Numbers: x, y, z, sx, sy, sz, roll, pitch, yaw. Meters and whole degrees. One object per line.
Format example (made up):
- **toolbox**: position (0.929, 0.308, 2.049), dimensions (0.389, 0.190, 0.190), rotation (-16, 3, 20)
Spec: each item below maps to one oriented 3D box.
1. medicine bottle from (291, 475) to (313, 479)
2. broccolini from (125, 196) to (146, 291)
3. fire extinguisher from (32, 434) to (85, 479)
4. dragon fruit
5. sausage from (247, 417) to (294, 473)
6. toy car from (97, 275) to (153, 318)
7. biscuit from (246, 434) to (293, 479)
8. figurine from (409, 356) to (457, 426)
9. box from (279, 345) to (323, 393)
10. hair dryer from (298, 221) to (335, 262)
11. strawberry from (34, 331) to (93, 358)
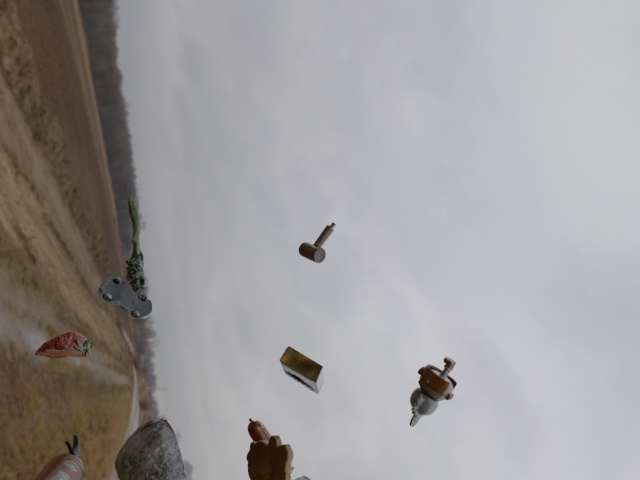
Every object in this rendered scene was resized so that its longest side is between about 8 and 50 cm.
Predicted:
- **medicine bottle**: position (-0.014, 1.154, 2.134), dimensions (0.290, 0.245, 0.244), rotation (10, -70, 43)
- **broccolini**: position (-0.446, 0.004, 1.221), dimensions (0.071, 0.058, 0.254), rotation (-35, -122, 27)
- **fire extinguisher**: position (-0.737, 0.710, 1.410), dimensions (0.376, 0.113, 0.200), rotation (-104, -160, -82)
- **dragon fruit**: position (-0.661, 0.811, 1.948), dimensions (0.283, 0.221, 0.203), rotation (12, -63, 54)
- **sausage**: position (-0.203, 0.796, 1.994), dimensions (0.264, 0.083, 0.083), rotation (57, -21, -2)
- **toy car**: position (-0.689, 0.207, 1.833), dimensions (0.056, 0.205, 0.095), rotation (-31, -147, 31)
- **biscuit**: position (-0.175, 0.761, 1.763), dimensions (0.249, 0.035, 0.184), rotation (-21, -123, 45)
- **figurine**: position (0.392, 0.533, 1.806), dimensions (0.143, 0.143, 0.271), rotation (6, -104, 69)
- **box**: position (-0.063, 0.490, 1.944), dimensions (0.159, 0.071, 0.240), rotation (26, -23, 15)
- **hair dryer**: position (0.000, 0.000, 2.057), dimensions (0.117, 0.181, 0.064), rotation (22, -19, 50)
- **strawberry**: position (-0.874, 0.361, 1.762), dimensions (0.146, 0.187, 0.082), rotation (89, -7, -58)
